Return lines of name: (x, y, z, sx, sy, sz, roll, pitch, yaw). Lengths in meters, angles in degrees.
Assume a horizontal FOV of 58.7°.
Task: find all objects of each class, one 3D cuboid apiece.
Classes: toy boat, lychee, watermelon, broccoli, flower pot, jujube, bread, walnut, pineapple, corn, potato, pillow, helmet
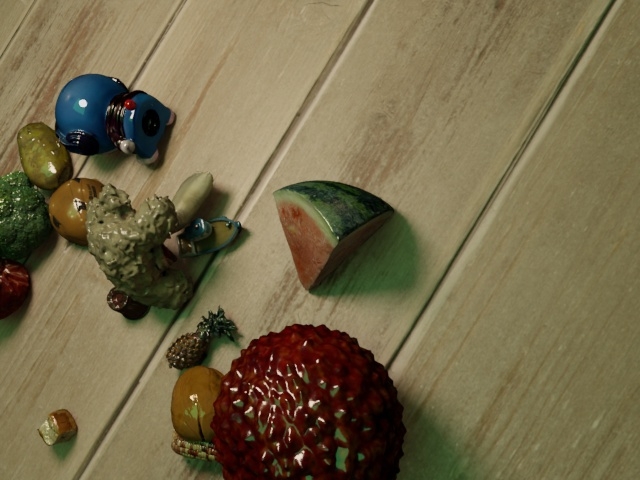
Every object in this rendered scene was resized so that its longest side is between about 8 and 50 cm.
toy boat: (-0.313, -0.013, 1.558, 0.215, 0.102, 0.088, -17, 76, 14)
lychee: (-0.034, 0.380, 1.227, 0.424, 0.424, 0.500, -47, 26, 5)
watermelon: (-0.007, -0.028, 1.382, 0.283, 0.250, 0.293, 20, 83, 26)
broccoli: (-0.936, -0.081, 1.700, 0.270, 0.270, 0.270, 17, 85, 10)
flower pot: (-0.548, 0.168, 1.605, 0.111, 0.089, 0.111, -4, 78, 18)
jujube: (-1.002, 0.137, 1.690, 0.213, 0.232, 0.213, -3, 79, 16)
bread: (-0.735, 0.526, 1.600, 0.070, 0.083, 0.077, 41, 94, 18)
walnut: (-0.315, 0.400, 1.440, 0.167, 0.087, 0.211, -24, 49, 0)
pineapple: (-0.322, 0.272, 1.510, 0.221, 0.083, 0.103, -40, 54, 7)
corn: (-0.260, 0.518, 1.441, 0.253, 0.086, 0.086, 2, 80, 17)
potato: (-0.870, -0.261, 1.794, 0.149, 0.113, 0.251, -33, 79, 2)
pillow: (-0.364, -0.106, 1.557, 0.078, 0.134, 0.181, 37, 71, -17)
helmet: (-0.728, -0.098, 1.701, 0.198, 0.130, 0.224, -30, 70, 8)

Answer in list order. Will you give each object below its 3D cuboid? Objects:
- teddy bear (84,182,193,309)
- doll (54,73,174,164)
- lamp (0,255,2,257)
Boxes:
teddy bear: (-0.517, -0.013, 1.536, 0.224, 0.357, 0.367, -24, 45, -22)
doll: (-0.623, -0.362, 1.670, 0.310, 0.240, 0.284, 11, 59, 20)
lamp: (-1.050, 0.019, 1.818, 0.163, 0.091, 0.091, -16, 74, 32)
